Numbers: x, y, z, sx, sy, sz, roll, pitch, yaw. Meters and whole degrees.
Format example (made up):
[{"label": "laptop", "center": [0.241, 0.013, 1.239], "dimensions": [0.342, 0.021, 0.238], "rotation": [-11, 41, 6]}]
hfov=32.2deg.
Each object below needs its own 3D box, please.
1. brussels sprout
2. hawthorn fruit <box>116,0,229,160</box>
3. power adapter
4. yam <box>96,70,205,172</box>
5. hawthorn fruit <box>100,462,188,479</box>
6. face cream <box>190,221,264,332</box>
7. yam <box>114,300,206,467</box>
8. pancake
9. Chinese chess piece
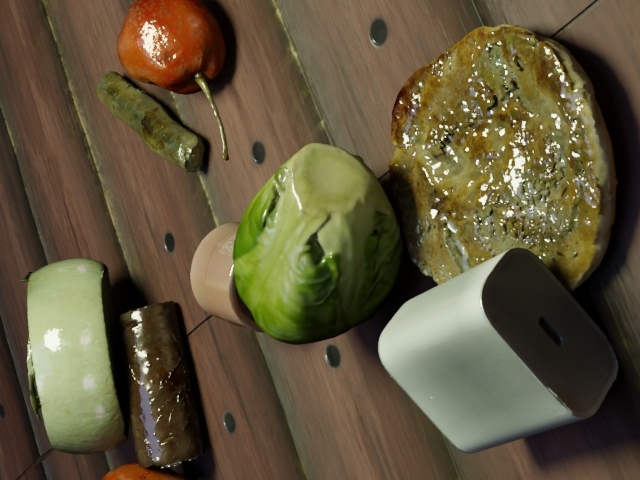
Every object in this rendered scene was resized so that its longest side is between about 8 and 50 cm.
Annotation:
[{"label": "brussels sprout", "center": [0.000, 0.000, 1.411], "dimensions": [0.210, 0.219, 0.271], "rotation": [53, 151, 27]}, {"label": "hawthorn fruit", "center": [-0.197, -0.257, 1.690], "dimensions": [0.285, 0.165, 0.165], "rotation": [55, 136, 23]}, {"label": "power adapter", "center": [0.177, 0.137, 1.252], "dimensions": [0.187, 0.124, 0.255], "rotation": [49, 142, -6]}, {"label": "yam", "center": [-0.292, -0.204, 1.885], "dimensions": [0.317, 0.067, 0.071], "rotation": [38, 155, 42]}, {"label": "hawthorn fruit", "center": [-0.266, 0.501, 1.888], "dimensions": [0.299, 0.211, 0.211], "rotation": [14, 108, 39]}, {"label": "face cream", "center": [-0.101, 0.052, 1.614], "dimensions": [0.104, 0.149, 0.149], "rotation": [13, 107, 50]}, {"label": "yam", "center": [-0.283, 0.251, 1.918], "dimensions": [0.131, 0.131, 0.280], "rotation": [-23, 77, 52]}, {"label": "pancake", "center": [0.198, -0.076, 1.272], "dimensions": [0.356, 0.065, 0.356], "rotation": [14, 107, 52]}, {"label": "Chinese chess piece", "center": [-0.432, 0.207, 1.976], "dimensions": [0.349, 0.146, 0.349], "rotation": [172, 90, -83]}]
